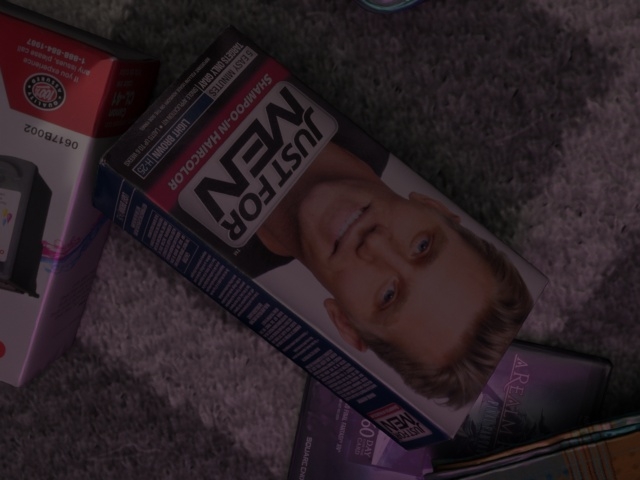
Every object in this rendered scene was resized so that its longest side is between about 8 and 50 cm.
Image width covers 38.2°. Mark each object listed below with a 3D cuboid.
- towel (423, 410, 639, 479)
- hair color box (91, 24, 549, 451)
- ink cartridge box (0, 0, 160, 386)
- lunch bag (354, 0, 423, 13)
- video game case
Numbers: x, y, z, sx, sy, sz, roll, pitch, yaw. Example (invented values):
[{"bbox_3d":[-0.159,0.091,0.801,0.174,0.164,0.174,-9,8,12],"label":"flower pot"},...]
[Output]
[{"bbox_3d":[0.305,0.266,0.845,0.370,0.040,0.271,-17,113,7],"label":"towel"},{"bbox_3d":[0.000,0.000,0.777,0.347,0.105,0.174,38,66,-3],"label":"hair color box"},{"bbox_3d":[-0.303,-0.056,0.824,0.226,0.131,0.306,20,101,2],"label":"ink cartridge box"},{"bbox_3d":[0.067,-0.334,0.744,0.224,0.108,0.279,-32,97,8],"label":"lunch bag"},{"bbox_3d":[0.117,0.177,0.879,0.274,0.026,0.196,12,102,4],"label":"video game case"}]
